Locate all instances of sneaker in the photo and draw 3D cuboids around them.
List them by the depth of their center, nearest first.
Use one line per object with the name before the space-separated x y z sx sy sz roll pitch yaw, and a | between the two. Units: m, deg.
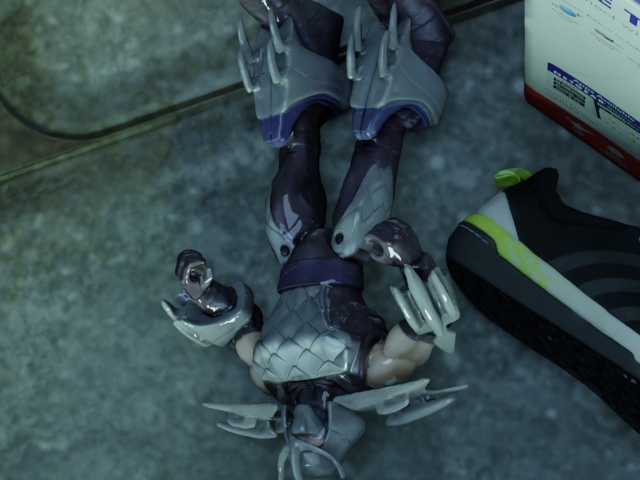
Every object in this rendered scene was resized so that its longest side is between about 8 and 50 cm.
sneaker | 0.171 0.033 0.926 0.235 0.084 0.097 38 75 27

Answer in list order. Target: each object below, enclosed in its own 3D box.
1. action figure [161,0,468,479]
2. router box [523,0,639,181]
action figure | 0.000 0.000 0.953 0.185 0.099 0.285 -5 71 29
router box | 0.253 -0.040 0.833 0.335 0.301 0.082 37 87 11
